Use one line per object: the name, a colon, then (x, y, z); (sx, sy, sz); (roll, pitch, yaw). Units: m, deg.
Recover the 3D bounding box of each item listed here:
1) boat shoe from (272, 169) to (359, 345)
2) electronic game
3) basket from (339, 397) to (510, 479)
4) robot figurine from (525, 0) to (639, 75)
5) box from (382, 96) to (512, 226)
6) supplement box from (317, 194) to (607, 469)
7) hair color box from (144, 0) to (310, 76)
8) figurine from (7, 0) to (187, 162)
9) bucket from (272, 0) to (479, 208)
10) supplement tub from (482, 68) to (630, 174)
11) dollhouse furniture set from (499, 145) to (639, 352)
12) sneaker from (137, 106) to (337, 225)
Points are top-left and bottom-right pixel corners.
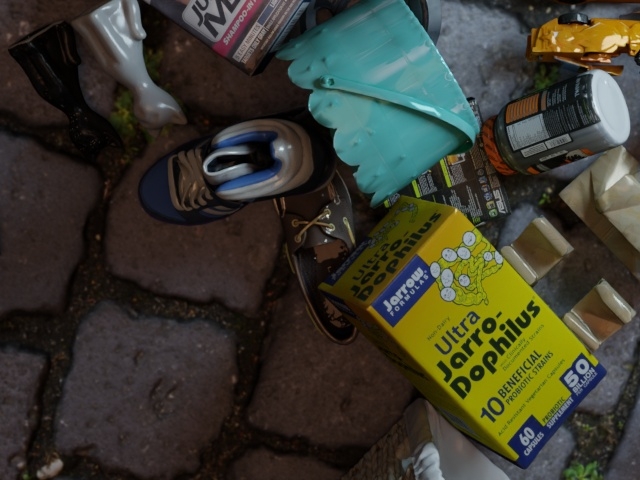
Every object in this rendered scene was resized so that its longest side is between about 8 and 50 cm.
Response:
boat shoe: (0.000, 0.000, 1.842); (0.117, 0.096, 0.324); (-14, 103, 2)
electronic game: (0.063, -0.326, 1.796); (0.229, 0.048, 0.229); (0, 109, -1)
basket: (0.181, 0.471, 1.837); (0.266, 0.328, 0.331); (-43, 101, 10)
robot figurine: (0.445, -0.327, 1.775); (0.291, 0.085, 0.211); (3, 81, -2)
box: (0.174, -0.099, 1.854); (0.184, 0.045, 0.190); (-19, 103, 5)
supplement box: (0.205, 0.129, 1.779); (0.356, 0.195, 0.194); (45, 80, -19)
hair color box: (-0.184, -0.399, 1.718); (0.347, 0.105, 0.174); (35, 103, -1)
figurine: (-0.310, -0.225, 1.759); (0.215, 0.092, 0.209); (-14, 113, 34)
bucket: (0.080, -0.198, 1.679); (0.183, 0.281, 0.281); (-32, 101, 5)
supplement tub: (0.338, -0.164, 1.774); (0.190, 0.117, 0.117); (-19, 105, 38)
dollhouse furniture set: (0.535, 0.039, 1.844); (0.362, 0.256, 0.394); (-43, 79, 7)
sneaker: (-0.151, -0.101, 1.710); (0.323, 0.236, 0.130); (-9, 85, 19)
